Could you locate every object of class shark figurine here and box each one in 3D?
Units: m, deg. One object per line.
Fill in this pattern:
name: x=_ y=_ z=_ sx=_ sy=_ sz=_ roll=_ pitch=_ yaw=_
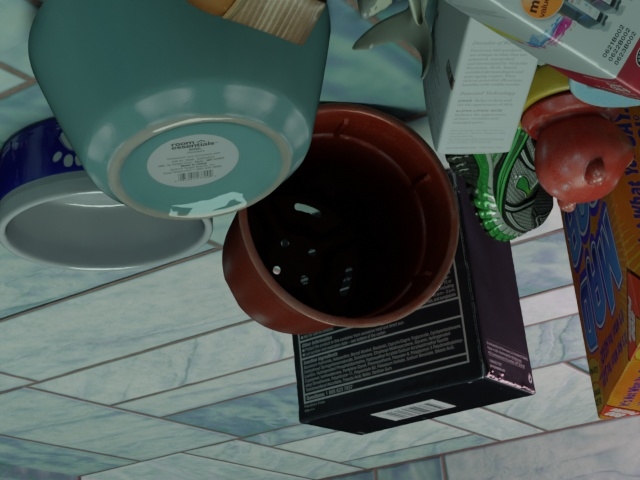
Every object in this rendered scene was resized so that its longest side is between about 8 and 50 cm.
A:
shark figurine: x=0.059 y=-0.262 z=1.158 sx=0.116 sy=0.166 sz=0.278 roll=17 pitch=180 yaw=10

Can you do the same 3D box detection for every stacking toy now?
stacking toy: x=0.343 y=-0.144 z=1.195 sx=0.279 sy=0.130 sz=0.309 roll=-5 pitch=159 yaw=-5

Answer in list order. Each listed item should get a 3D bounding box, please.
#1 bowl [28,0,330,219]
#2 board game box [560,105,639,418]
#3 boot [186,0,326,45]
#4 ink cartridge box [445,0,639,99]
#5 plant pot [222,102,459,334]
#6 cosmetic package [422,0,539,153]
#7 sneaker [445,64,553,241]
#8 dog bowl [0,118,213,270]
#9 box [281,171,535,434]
bowl: x=-0.127 y=-0.133 z=1.240 sx=0.311 sy=0.163 sz=0.311 roll=-9 pitch=151 yaw=-5
board game box: x=0.496 y=-0.019 z=1.475 sx=0.356 sy=0.357 sz=0.356 roll=-6 pitch=158 yaw=2
boot: x=-0.059 y=-0.307 z=0.991 sx=0.220 sy=0.109 sz=0.283 roll=25 pitch=134 yaw=-9
ink cartridge box: x=0.189 y=-0.209 z=0.953 sx=0.176 sy=0.128 sz=0.127 roll=26 pitch=-174 yaw=-21
plant pot: x=0.000 y=0.000 z=1.572 sx=0.272 sy=0.272 sz=0.265 roll=1 pitch=165 yaw=-16
cosmetic package: x=0.159 y=-0.199 z=1.205 sx=0.085 sy=0.117 sz=0.231 roll=-3 pitch=143 yaw=-6
sneaker: x=0.244 y=-0.100 z=1.518 sx=0.146 sy=0.134 sz=0.343 roll=-12 pitch=157 yaw=15
dog bowl: x=-0.268 y=-0.054 z=1.550 sx=0.264 sy=0.104 sz=0.265 roll=-5 pitch=159 yaw=-2
box: x=0.121 y=0.098 z=1.768 sx=0.296 sy=0.294 sz=0.182 roll=-17 pitch=158 yaw=29
